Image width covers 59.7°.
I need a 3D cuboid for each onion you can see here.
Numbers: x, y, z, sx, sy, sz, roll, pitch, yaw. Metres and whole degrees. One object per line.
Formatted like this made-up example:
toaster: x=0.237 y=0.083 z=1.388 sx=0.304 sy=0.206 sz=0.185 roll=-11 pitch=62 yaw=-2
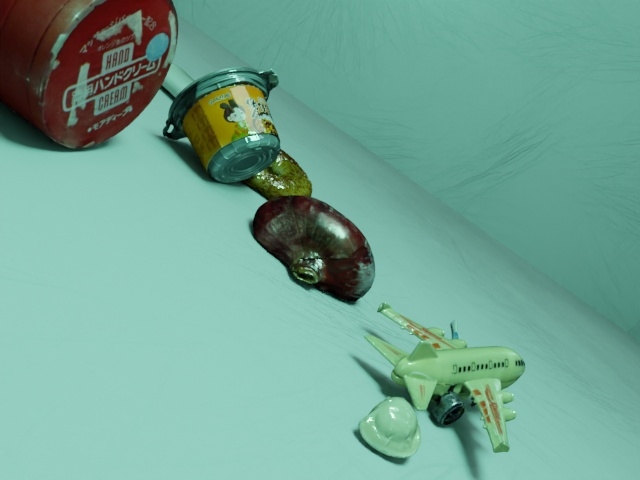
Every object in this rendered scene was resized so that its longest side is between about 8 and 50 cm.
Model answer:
onion: x=0.000 y=0.000 z=0.820 sx=0.206 sy=0.098 sz=0.151 roll=35 pitch=15 yaw=-5

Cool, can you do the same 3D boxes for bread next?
bread: x=-0.094 y=-0.133 z=1.057 sx=0.193 sy=0.064 sz=0.193 roll=33 pitch=20 yaw=-14

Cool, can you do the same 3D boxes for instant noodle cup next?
instant noodle cup: x=-0.142 y=-0.175 z=0.907 sx=0.177 sy=0.208 sz=0.125 roll=9 pitch=53 yaw=-64

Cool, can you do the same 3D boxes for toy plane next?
toy plane: x=0.176 y=0.168 z=0.708 sx=0.256 sy=0.104 sz=0.242 roll=21 pitch=20 yaw=-41

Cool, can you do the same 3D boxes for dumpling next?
dumpling: x=0.076 y=0.189 z=0.562 sx=0.077 sy=0.043 sz=0.059 roll=23 pitch=36 yaw=-61

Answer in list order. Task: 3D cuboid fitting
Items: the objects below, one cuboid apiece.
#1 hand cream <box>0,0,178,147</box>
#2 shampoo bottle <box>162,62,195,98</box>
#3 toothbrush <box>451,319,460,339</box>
hand cream: x=-0.294 y=-0.238 z=0.659 sx=0.149 sy=0.230 sz=0.230 roll=37 pitch=17 yaw=4
shampoo bottle: x=-0.266 y=-0.303 z=1.188 sx=0.221 sy=0.051 sz=0.108 roll=43 pitch=15 yaw=21
toothbrush: x=0.240 y=0.173 z=0.979 sx=0.017 sy=0.014 sz=0.162 roll=55 pitch=15 yaw=-4
